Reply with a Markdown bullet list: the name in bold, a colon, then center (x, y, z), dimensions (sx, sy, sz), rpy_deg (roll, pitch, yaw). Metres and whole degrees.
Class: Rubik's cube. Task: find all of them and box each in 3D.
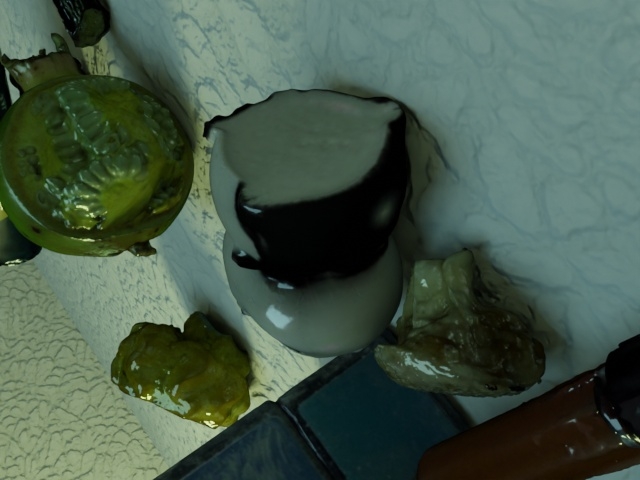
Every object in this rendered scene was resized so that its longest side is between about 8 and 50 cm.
- **Rubik's cube**: center (0.013, 0.339, 0.677), dimensions (0.318, 0.313, 0.316), rpy_deg (50, 149, 19)

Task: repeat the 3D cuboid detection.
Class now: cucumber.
- **cucumber**: center (-0.382, -0.400, 0.883), dimensions (0.245, 0.067, 0.067), rpy_deg (61, 151, 2)

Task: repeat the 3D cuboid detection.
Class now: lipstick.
- **lipstick**: center (0.183, 0.124, 0.416), dimensions (0.077, 0.077, 0.418), rpy_deg (52, 142, 13)

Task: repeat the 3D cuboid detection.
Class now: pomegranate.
- **pomegranate**: center (-0.325, -0.129, 0.844), dimensions (0.341, 0.260, 0.260), rpy_deg (62, 151, 8)

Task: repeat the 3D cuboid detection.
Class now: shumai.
- **shumai**: center (0.113, 0.068, 0.505), dimensions (0.145, 0.145, 0.116), rpy_deg (-16, 63, 60)

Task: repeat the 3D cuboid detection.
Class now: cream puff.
- **cream puff**: center (-0.238, 0.226, 1.134), dimensions (0.281, 0.185, 0.282), rpy_deg (19, 167, 4)

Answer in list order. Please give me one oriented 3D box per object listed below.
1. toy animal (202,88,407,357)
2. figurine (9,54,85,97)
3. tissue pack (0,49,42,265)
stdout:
- **toy animal**: center (-0.008, -0.001, 0.554), dimensions (0.187, 0.165, 0.235), rpy_deg (-117, 20, -45)
- **figurine**: center (-0.441, -0.174, 1.105), dimensions (0.168, 0.187, 0.315), rpy_deg (12, 120, 27)
- **tissue pack**: center (-0.623, -0.158, 0.989), dimensions (0.417, 0.264, 0.253), rpy_deg (107, 147, -47)
